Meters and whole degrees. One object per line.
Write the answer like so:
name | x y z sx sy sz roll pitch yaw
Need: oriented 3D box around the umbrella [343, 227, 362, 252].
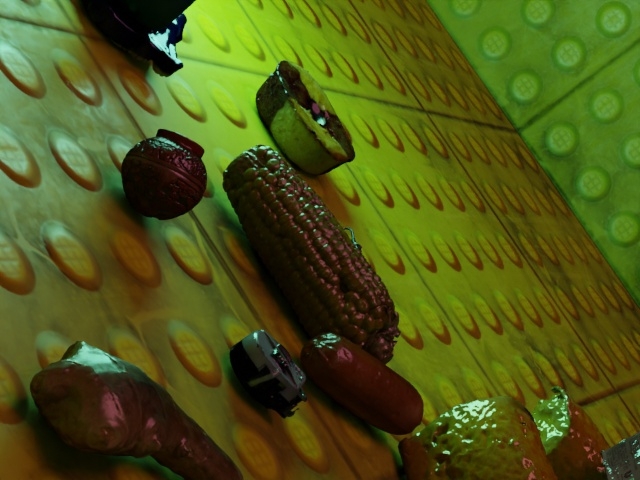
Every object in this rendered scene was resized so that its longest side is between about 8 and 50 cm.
umbrella | 0.056 0.031 2.377 0.022 0.022 0.148 -4 45 -16

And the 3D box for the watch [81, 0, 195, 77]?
watch | -0.199 -0.343 2.170 0.171 0.200 0.196 41 25 -22

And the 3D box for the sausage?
sausage | 0.050 0.174 2.012 0.197 0.076 0.076 39 23 -37

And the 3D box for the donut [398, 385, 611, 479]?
donut | 0.303 0.367 2.127 0.377 0.163 0.435 58 18 13

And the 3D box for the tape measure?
tape measure | -0.058 0.146 1.835 0.094 0.054 0.091 49 12 -17

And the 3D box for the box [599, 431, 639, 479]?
box | 0.426 0.306 2.118 0.060 0.111 0.156 46 24 -26

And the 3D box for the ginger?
ginger | -0.150 0.181 1.514 0.294 0.086 0.131 41 -1 -43

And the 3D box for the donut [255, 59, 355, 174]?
donut | -0.027 -0.178 2.474 0.184 0.073 0.166 57 18 12

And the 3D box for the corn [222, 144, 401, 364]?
corn | -0.010 0.022 2.086 0.321 0.119 0.119 58 19 12

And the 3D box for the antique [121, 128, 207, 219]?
antique | -0.178 -0.071 1.879 0.104 0.104 0.104 45 20 -21
